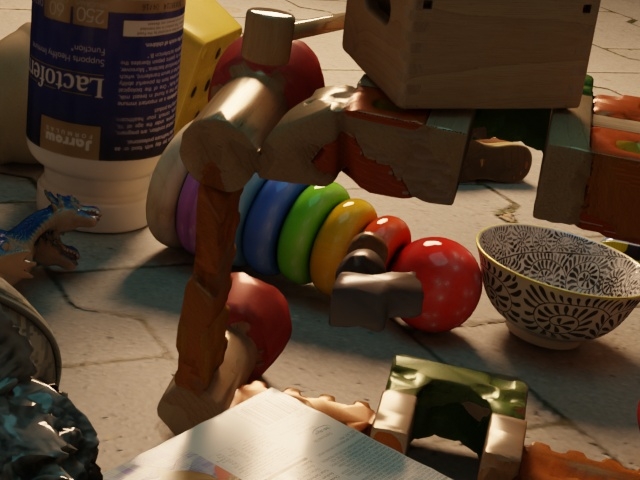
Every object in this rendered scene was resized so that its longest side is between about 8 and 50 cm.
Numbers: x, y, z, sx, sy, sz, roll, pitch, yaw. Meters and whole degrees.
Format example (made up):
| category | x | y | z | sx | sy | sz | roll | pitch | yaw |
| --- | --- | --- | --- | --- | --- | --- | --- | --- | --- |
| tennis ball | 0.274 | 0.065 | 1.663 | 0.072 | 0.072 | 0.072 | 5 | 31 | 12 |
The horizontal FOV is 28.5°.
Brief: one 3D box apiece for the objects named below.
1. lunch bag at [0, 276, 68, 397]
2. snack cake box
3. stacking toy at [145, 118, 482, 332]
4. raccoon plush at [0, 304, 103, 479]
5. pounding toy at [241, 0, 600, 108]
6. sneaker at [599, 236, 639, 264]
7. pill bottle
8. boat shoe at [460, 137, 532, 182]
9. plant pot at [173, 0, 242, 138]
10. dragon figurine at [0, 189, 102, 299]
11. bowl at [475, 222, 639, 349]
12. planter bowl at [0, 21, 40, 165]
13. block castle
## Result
| category | x | y | z | sx | sy | sz | roll | pitch | yaw |
| --- | --- | --- | --- | --- | --- | --- | --- | --- | --- |
| lunch bag | -0.342 | 0.051 | 0.810 | 0.305 | 0.212 | 0.256 | 25 | 8 | 33 |
| snack cake box | -0.056 | 0.190 | 0.728 | 0.152 | 0.089 | 0.264 | 24 | 26 | 30 |
| stacking toy | 0.000 | 0.000 | 1.213 | 0.330 | 0.141 | 0.141 | 25 | 26 | 20 |
| raccoon plush | -0.302 | 0.108 | 0.491 | 0.446 | 0.216 | 0.299 | 45 | 47 | 0 |
| pounding toy | 0.051 | -0.163 | 0.848 | 0.206 | 0.094 | 0.181 | -2 | 27 | -17 |
| sneaker | 0.372 | 0.020 | 1.379 | 0.144 | 0.053 | 0.059 | 15 | 20 | 12 |
| pill bottle | -0.222 | -0.151 | 1.294 | 0.153 | 0.265 | 0.153 | 6 | 21 | -2 |
| boat shoe | 0.186 | -0.111 | 1.637 | 0.178 | 0.064 | 0.060 | 6 | 15 | -25 |
| plant pot | -0.226 | -0.237 | 1.624 | 0.187 | 0.212 | 0.212 | 27 | 24 | 8 |
| dragon figurine | -0.328 | 0.009 | 1.089 | 0.289 | 0.085 | 0.144 | 0 | 23 | -22 |
| bowl | 0.221 | 0.052 | 1.193 | 0.170 | 0.080 | 0.170 | 10 | 21 | -4 |
| planter bowl | -0.340 | -0.151 | 1.431 | 0.109 | 0.162 | 0.162 | -31 | 37 | -19 |
| block castle | 0.117 | 0.024 | 0.933 | 0.453 | 0.303 | 0.213 | 11 | 28 | 8 |
